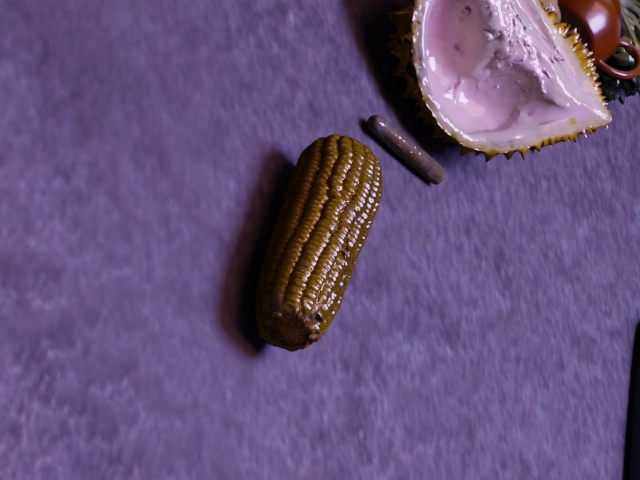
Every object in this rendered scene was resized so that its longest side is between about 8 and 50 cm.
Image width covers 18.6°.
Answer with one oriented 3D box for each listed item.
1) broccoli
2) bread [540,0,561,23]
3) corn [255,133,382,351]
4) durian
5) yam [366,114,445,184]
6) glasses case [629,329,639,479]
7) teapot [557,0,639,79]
[{"bbox_3d":[0.326,-0.315,2.297,0.304,0.165,0.145,58,-11,5],"label":"broccoli"},{"bbox_3d":[0.189,-0.290,2.089,0.134,0.081,0.225,14,61,-48],"label":"bread"},{"bbox_3d":[0.000,0.000,1.592,0.080,0.080,0.231,51,33,-26],"label":"corn"},{"bbox_3d":[0.154,-0.182,1.919,0.250,0.183,0.138,46,0,-27],"label":"durian"},{"bbox_3d":[0.081,-0.086,1.837,0.116,0.021,0.021,37,41,-43],"label":"yam"},{"bbox_3d":[0.395,0.184,2.048,0.074,0.131,0.323,48,35,-28],"label":"glasses case"},{"bbox_3d":[0.294,-0.245,2.183,0.173,0.116,0.116,42,30,5],"label":"teapot"}]
